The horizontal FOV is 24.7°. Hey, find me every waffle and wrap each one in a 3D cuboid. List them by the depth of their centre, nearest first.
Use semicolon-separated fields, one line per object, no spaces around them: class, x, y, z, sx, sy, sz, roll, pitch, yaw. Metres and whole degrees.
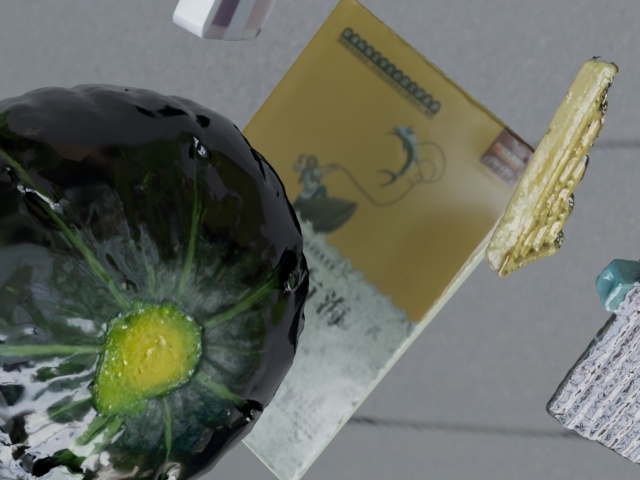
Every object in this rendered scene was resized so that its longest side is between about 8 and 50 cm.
waffle;0.154;-0.049;0.901;0.023;0.097;0.153;34;116;21

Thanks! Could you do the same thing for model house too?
model house;0.358;0.097;1.514;0.248;0.230;0.280;11;133;-19

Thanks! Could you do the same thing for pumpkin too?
pumpkin;-0.164;0.025;1.015;0.295;0.296;0.296;15;137;14

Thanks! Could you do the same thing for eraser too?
eraser;-0.060;-0.169;0.995;0.026;0.105;0.065;27;106;15

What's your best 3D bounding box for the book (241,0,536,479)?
book;0.000;0.000;1.352;0.269;0.032;0.389;42;103;22
